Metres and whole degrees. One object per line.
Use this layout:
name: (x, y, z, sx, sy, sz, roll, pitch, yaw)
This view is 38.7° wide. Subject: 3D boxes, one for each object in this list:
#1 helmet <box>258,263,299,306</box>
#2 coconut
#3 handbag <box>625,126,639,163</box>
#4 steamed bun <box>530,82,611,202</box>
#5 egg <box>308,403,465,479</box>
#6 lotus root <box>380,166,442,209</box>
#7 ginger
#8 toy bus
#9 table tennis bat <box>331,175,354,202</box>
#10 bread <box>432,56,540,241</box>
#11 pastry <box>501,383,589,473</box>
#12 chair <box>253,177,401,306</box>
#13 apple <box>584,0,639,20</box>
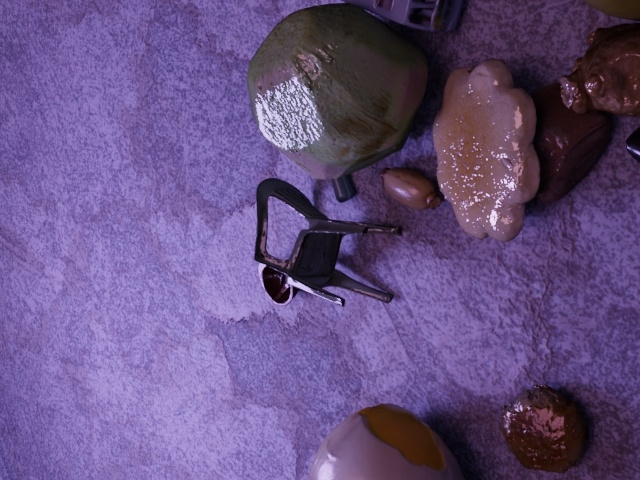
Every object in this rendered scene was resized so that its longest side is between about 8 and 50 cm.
helmet: (-0.077, 0.080, 1.941, 0.089, 0.057, 0.111, -33, 81, 45)
coconut: (0.042, -0.258, 1.614, 0.328, 0.328, 0.281, -59, 26, 33)
handbag: (0.619, -0.091, 1.215, 0.288, 0.152, 0.342, -41, 71, 27)
steamed bun: (0.362, -0.157, 1.453, 0.145, 0.106, 0.175, 47, 130, 29)
egg: (0.133, 0.481, 1.679, 0.283, 0.283, 0.345, -45, 72, 38)
lotus root: (0.167, -0.092, 1.671, 0.150, 0.062, 0.073, 32, 158, 41)
ginger: (0.438, -0.247, 1.309, 0.270, 0.218, 0.123, -124, 13, -76)
toy bus: (0.093, -0.461, 1.619, 0.329, 0.136, 0.109, 31, 121, 36)
table tennis bat: (0.017, -0.190, 1.816, 0.149, 0.038, 0.237, -23, 80, 42)
bread: (0.262, -0.147, 1.505, 0.316, 0.054, 0.316, 172, 90, -70)
pastry: (0.382, 0.323, 1.550, 0.153, 0.081, 0.153, 5, 98, 42)
chair: (0.000, 0.000, 1.767, 0.274, 0.203, 0.191, 16, 98, 31)
apple: (0.451, -0.445, 1.225, 0.257, 0.233, 0.295, 24, 115, 43)
